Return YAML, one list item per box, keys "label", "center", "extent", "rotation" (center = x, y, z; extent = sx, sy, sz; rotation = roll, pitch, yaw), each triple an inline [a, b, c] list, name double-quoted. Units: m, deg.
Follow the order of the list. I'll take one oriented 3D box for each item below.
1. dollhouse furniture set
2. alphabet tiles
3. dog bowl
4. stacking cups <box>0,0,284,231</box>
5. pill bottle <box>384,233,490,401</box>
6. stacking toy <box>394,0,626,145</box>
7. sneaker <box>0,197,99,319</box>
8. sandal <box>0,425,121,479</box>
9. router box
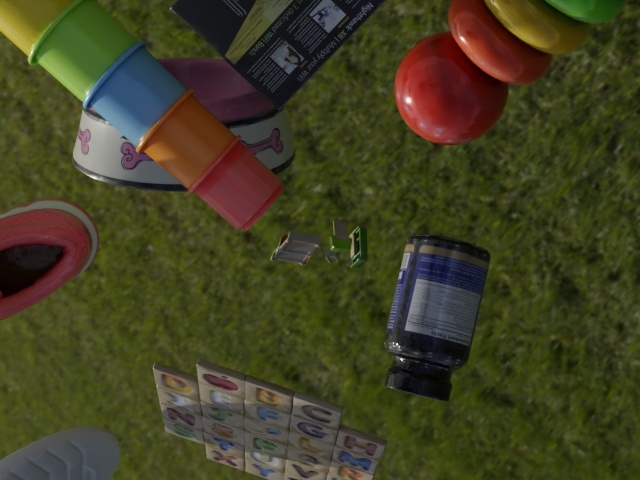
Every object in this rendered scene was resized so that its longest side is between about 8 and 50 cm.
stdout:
- label: "dollhouse furniture set"
  center: [0.000, 0.000, 1.585]
  extent: [0.152, 0.058, 0.076]
  rotation: [9, 150, -21]
- label: "alphabet tiles"
  center: [-0.067, 0.243, 1.267]
  extent: [0.285, 0.011, 0.342]
  rotation: [18, 151, 6]
- label: "dog bowl"
  center: [-0.247, -0.225, 1.852]
  extent: [0.408, 0.408, 0.150]
  rotation: [20, 118, 36]
- label: "stacking cups"
  center: [-0.173, -0.129, 0.950]
  extent: [0.316, 0.096, 0.096]
  rotation: [45, 147, -9]
- label: "pill bottle"
  center: [0.158, 0.109, 1.431]
  extent: [0.123, 0.219, 0.123]
  rotation: [14, 174, 1]
- label: "stacking toy"
  center: [0.173, -0.189, 0.731]
  extent: [0.141, 0.141, 0.330]
  rotation: [45, 125, 6]
- label: "sneaker"
  center: [-0.369, 0.041, 0.992]
  extent: [0.116, 0.314, 0.136]
  rotation: [68, 169, -12]
- label: "sandal"
  center: [-0.454, 0.347, 1.302]
  extent: [0.102, 0.416, 0.169]
  rotation: [42, 153, 34]
- label: "router box"
  center: [-0.048, -0.400, 1.618]
  extent: [0.243, 0.081, 0.309]
  rotation: [43, 116, -10]
